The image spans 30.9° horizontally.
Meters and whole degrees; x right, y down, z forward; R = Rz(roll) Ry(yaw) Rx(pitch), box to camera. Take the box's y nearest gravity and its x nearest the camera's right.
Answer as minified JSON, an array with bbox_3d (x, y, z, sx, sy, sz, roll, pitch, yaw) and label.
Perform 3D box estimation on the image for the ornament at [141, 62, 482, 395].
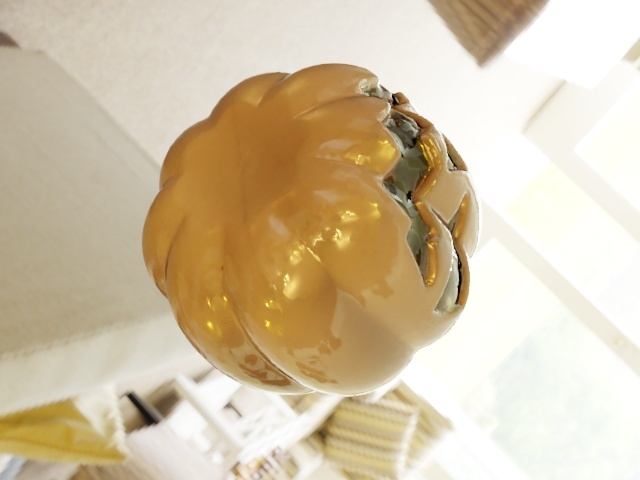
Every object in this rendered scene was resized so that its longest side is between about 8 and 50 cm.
[{"bbox_3d":[0.000,-0.001,0.621,0.177,0.177,0.177,-41,164,-14],"label":"ornament"}]
